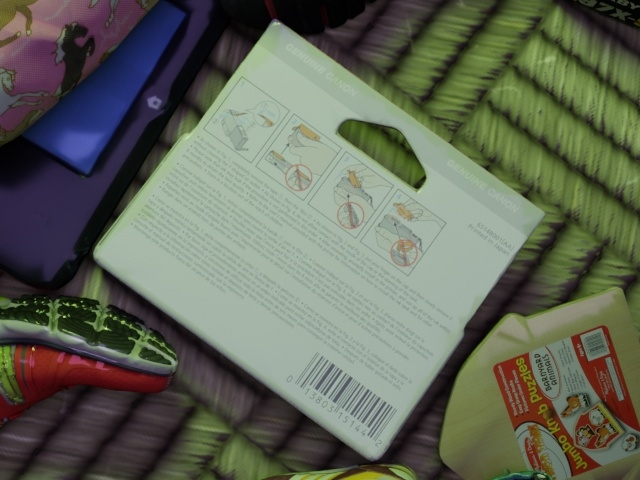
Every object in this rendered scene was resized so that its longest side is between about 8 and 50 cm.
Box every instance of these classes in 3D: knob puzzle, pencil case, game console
[{"bbox_3d":[0.193,0.150,1.002,0.213,0.030,0.213,-1,100,-3],"label":"knob puzzle"},{"bbox_3d":[-0.210,-0.242,0.926,0.160,0.167,0.386,38,80,27],"label":"pencil case"},{"bbox_3d":[-0.279,-0.197,1.011,0.342,0.060,0.386,30,83,1],"label":"game console"}]

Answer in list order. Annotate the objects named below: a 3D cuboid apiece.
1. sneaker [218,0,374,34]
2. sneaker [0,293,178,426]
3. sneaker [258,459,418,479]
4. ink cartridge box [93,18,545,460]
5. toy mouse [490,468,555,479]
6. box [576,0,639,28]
[{"bbox_3d":[0.034,-0.297,1.031,0.314,0.116,0.136,-30,71,-10],"label":"sneaker"},{"bbox_3d":[-0.259,0.109,0.969,0.279,0.107,0.118,6,101,1],"label":"sneaker"},{"bbox_3d":[-0.010,0.225,0.950,0.186,0.084,0.069,-18,86,8],"label":"sneaker"},{"bbox_3d":[0.000,0.000,0.998,0.296,0.066,0.261,36,82,1],"label":"ink cartridge box"},{"bbox_3d":[0.182,0.247,0.981,0.143,0.031,0.161,-32,93,12],"label":"toy mouse"},{"bbox_3d":[0.390,-0.331,1.056,0.257,0.079,0.322,23,82,-2],"label":"box"}]
